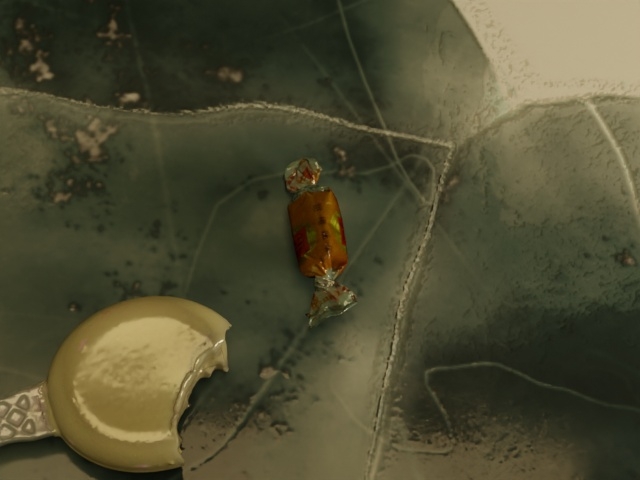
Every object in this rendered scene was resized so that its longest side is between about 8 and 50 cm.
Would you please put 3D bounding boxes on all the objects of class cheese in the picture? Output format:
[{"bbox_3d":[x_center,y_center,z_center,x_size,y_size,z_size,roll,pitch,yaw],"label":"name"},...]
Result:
[{"bbox_3d":[-0.208,0.124,1.269,0.249,0.071,0.163,5,68,-4],"label":"cheese"}]

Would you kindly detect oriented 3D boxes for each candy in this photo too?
[{"bbox_3d":[0.000,0.000,1.353,0.046,0.053,0.182,19,52,-42],"label":"candy"}]
